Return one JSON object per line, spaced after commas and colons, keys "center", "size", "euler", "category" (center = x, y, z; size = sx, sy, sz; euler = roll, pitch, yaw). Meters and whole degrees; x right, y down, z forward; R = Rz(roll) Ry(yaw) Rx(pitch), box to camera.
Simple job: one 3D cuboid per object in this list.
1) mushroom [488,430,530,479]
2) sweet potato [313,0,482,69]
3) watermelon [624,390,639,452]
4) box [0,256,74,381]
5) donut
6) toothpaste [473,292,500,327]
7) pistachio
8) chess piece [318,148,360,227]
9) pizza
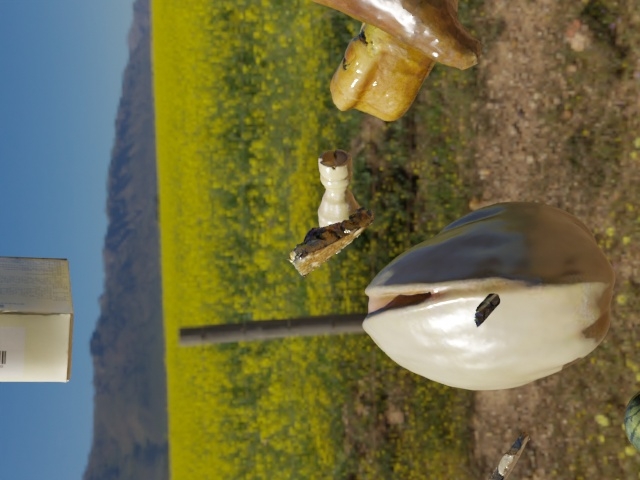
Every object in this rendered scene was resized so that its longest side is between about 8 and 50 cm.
{"center": [0.258, 0.306, 1.167], "size": [0.101, 0.019, 0.049], "euler": [-59, -22, 5], "category": "mushroom"}
{"center": [-0.044, -0.218, 0.498], "size": [0.112, 0.359, 0.112], "euler": [-49, -8, -9], "category": "sweet potato"}
{"center": [0.492, 0.271, 1.216], "size": [0.105, 0.105, 0.133], "euler": [-103, -6, -50], "category": "watermelon"}
{"center": [-0.397, 0.087, 0.974], "size": [0.168, 0.211, 0.095], "euler": [-133, 50, -64], "category": "box"}
{"center": [0.101, -0.271, 1.149], "size": [0.226, 0.113, 0.227], "euler": [-156, 90, -85], "category": "donut"}
{"center": [0.212, 0.086, 1.080], "size": [0.083, 0.019, 0.027], "euler": [-33, -55, -55], "category": "toothpaste"}
{"center": [0.265, 0.092, 1.331], "size": [0.445, 0.365, 0.282], "euler": [-16, 74, 56], "category": "pistachio"}
{"center": [0.024, -0.071, 1.240], "size": [0.066, 0.066, 0.122], "euler": [-102, 4, -48], "category": "chess piece"}
{"center": [0.000, -0.001, 0.673], "size": [0.025, 0.083, 0.078], "euler": [57, -157, 12], "category": "pizza"}
